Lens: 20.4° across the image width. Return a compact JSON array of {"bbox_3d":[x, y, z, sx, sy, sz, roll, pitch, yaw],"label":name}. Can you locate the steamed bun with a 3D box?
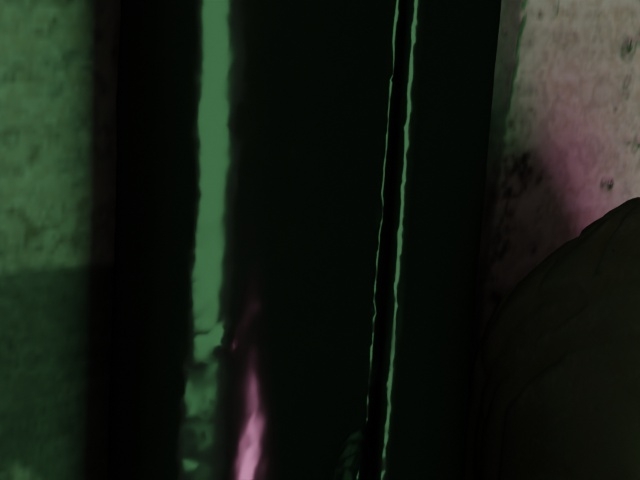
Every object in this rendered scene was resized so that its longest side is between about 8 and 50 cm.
[{"bbox_3d":[0.192,0.136,0.902,0.247,0.236,0.383,-24,114,-34],"label":"steamed bun"}]

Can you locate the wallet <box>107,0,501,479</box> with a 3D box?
[{"bbox_3d":[0.001,0.000,0.748,0.228,0.062,0.406,-14,114,-48],"label":"wallet"}]
